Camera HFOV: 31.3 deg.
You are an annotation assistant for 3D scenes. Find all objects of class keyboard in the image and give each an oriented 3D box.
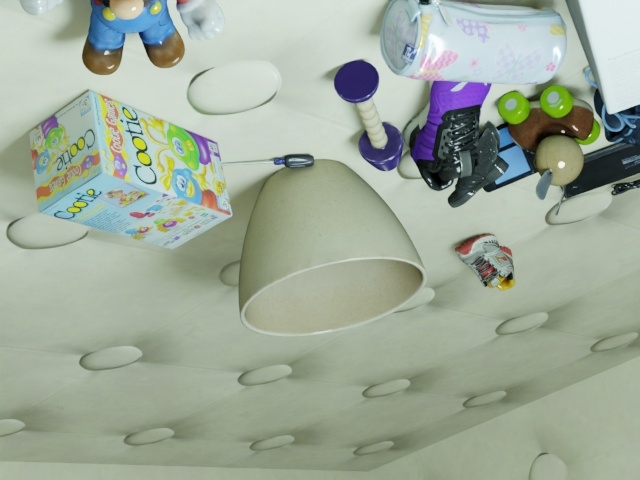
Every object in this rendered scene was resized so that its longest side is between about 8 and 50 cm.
[{"bbox_3d":[0.626,-0.155,2.253,0.317,0.033,0.201,-19,149,16],"label":"keyboard"}]

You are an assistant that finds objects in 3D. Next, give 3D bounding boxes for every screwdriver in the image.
[{"bbox_3d":[-0.092,-0.133,1.942,0.169,0.024,0.025,-4,-176,-16],"label":"screwdriver"}]

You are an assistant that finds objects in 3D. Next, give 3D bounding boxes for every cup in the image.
[{"bbox_3d":[0.000,0.000,2.015,0.331,0.237,0.331,-11,155,-5],"label":"cup"}]

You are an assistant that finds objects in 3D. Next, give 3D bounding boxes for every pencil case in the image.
[{"bbox_3d":[0.221,-0.290,1.644,0.273,0.113,0.124,1,129,-28],"label":"pencil case"}]

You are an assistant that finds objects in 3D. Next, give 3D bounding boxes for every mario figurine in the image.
[{"bbox_3d":[-0.233,-0.276,1.358,0.198,0.170,0.320,-44,170,-15],"label":"mario figurine"}]

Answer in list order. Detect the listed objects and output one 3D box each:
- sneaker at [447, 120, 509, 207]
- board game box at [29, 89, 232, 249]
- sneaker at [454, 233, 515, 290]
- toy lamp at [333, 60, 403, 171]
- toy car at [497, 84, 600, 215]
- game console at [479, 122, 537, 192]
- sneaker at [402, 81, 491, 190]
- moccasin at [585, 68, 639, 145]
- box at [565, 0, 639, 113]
[{"bbox_3d":[0.269,-0.133,2.043,0.089,0.051,0.170,44,129,-12],"label":"sneaker"},{"bbox_3d":[-0.289,-0.101,1.759,0.144,0.142,0.275,-27,153,29],"label":"board game box"},{"bbox_3d":[0.371,0.050,2.495,0.088,0.093,0.225,-26,152,27],"label":"sneaker"},{"bbox_3d":[0.085,-0.191,1.839,0.080,0.080,0.275,-15,155,5],"label":"toy lamp"},{"bbox_3d":[0.384,-0.142,1.926,0.148,0.189,0.155,-6,159,34],"label":"toy car"},{"bbox_3d":[0.327,-0.151,2.062,0.122,0.107,0.071,-23,-177,22],"label":"game console"},{"bbox_3d":[0.223,-0.177,1.851,0.102,0.146,0.293,-7,156,-14],"label":"sneaker"},{"bbox_3d":[0.516,-0.226,1.912,0.116,0.138,0.342,-14,156,13],"label":"moccasin"},{"bbox_3d":[0.401,-0.350,1.479,0.168,0.215,0.345,-19,156,13],"label":"box"}]
